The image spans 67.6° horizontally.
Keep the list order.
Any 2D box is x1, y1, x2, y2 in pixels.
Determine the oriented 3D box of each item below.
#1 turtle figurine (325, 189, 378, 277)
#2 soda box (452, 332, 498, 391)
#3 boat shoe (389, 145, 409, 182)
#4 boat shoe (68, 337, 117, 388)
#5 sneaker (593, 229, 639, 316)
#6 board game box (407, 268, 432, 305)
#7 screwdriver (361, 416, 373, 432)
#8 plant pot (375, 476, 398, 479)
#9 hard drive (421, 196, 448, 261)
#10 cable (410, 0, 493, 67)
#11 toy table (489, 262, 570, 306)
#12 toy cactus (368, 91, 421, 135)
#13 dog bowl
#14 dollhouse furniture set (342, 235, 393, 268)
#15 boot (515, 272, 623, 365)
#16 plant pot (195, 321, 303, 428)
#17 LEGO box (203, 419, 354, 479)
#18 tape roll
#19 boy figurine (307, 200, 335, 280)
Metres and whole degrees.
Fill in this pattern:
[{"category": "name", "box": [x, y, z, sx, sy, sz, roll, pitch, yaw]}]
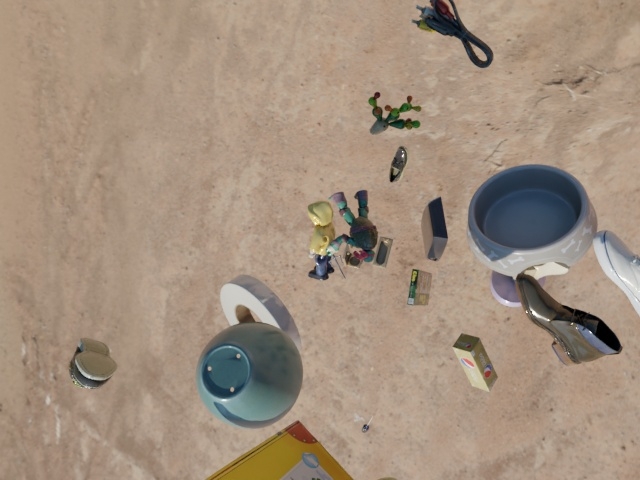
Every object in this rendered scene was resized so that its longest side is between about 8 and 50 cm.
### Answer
[{"category": "turtle figurine", "box": [0.103, -0.019, 1.303, 0.118, 0.175, 0.234, -25, 71, 48]}, {"category": "soda box", "box": [0.450, 0.355, 1.388, 0.061, 0.058, 0.181, 7, 135, 50]}, {"category": "boat shoe", "box": [0.289, -0.278, 1.775, 0.056, 0.049, 0.152, 29, 138, 26]}, {"category": "boat shoe", "box": [-0.475, 0.266, 0.988, 0.228, 0.081, 0.068, 11, 77, 63]}, {"category": "sneaker", "box": [0.715, 0.076, 1.060, 0.258, 0.094, 0.091, 52, 145, 0]}, {"category": "board game box", "box": [0.388, 0.185, 1.854, 0.030, 0.260, 0.136, 10, 88, 25]}, {"category": "screwdriver", "box": [0.167, 0.642, 1.664, 0.170, 0.024, 0.025, 102, 163, -57]}, {"category": "plant pot", "box": [0.114, 0.417, 0.405, 0.294, 0.275, 0.274, 23, 115, 37]}, {"category": "hard drive", "box": [0.397, -0.032, 1.684, 0.054, 0.254, 0.171, -5, 70, 4]}, {"category": "cable", "box": [0.416, -0.644, 1.441, 0.287, 0.072, 0.139, 29, 145, -3]}, {"category": "toy table", "box": [0.717, 0.088, 1.676, 0.252, 0.274, 0.160, 20, 139, 16]}, {"category": "toy cactus", "box": [0.232, -0.427, 1.635, 0.180, 0.219, 0.112, -32, 57, 50]}, {"category": "dog bowl", "box": [0.582, -0.069, 1.348, 0.349, 0.348, 0.102, 6, 150, 33]}, {"category": "dollhouse furniture set", "box": [0.176, 0.033, 1.756, 0.151, 0.123, 0.144, 14, 76, 12]}, {"category": "boot", "box": [0.466, 0.139, 0.901, 0.219, 0.082, 0.106, 51, 142, -9]}, {"category": "plant pot", "box": [-0.210, 0.348, 1.255, 0.290, 0.195, 0.290, -4, 72, 12]}, {"category": "LEGO box", "box": [-0.093, 0.603, 0.856, 0.372, 0.500, 0.193, 40, 111, 24]}, {"category": "tape roll", "box": [-0.234, 0.311, 1.825, 0.392, 0.072, 0.392, 29, 138, 31]}, {"category": "boy figurine", "box": [0.000, 0.000, 1.687, 0.092, 0.177, 0.285, 8, 119, 22]}]
